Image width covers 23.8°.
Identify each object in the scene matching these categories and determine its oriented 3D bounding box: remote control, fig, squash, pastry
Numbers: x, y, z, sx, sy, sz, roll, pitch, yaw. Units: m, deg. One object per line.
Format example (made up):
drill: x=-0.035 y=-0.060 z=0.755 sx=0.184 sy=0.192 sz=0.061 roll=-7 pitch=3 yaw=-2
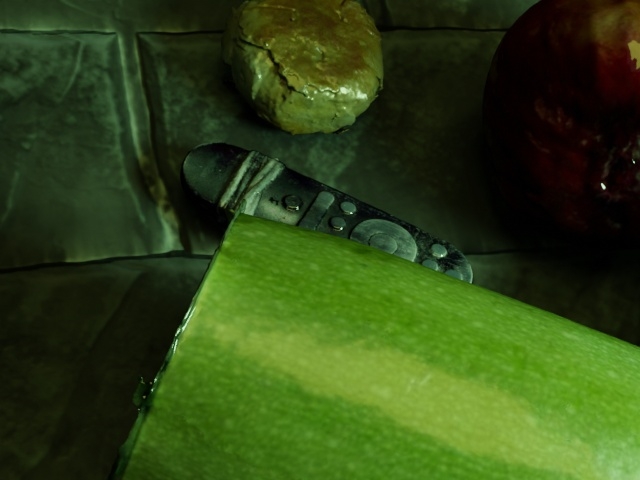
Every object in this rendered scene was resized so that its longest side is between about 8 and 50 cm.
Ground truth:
remote control: x=0.000 y=0.000 z=1.282 sx=0.266 sy=0.066 sz=0.090 roll=27 pitch=43 yaw=8
fig: x=0.246 y=-0.110 z=1.313 sx=0.224 sy=0.224 sz=0.263 roll=-14 pitch=30 yaw=-21
squash: x=0.059 y=0.147 z=1.084 sx=0.384 sy=0.263 sz=0.263 roll=21 pitch=57 yaw=0
pastry: x=-0.013 y=-0.166 z=1.358 sx=0.153 sy=0.081 sz=0.153 roll=7 pitch=54 yaw=-9
